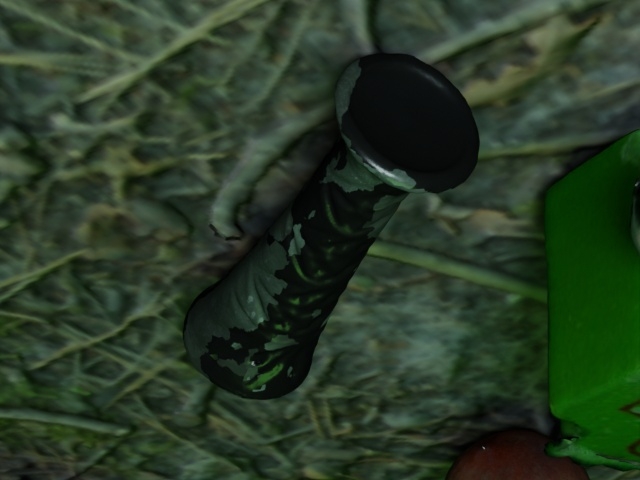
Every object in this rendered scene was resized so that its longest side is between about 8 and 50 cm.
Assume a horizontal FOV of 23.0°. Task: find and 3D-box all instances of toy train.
[{"bbox_3d":[0.202,0.025,0.605,0.243,0.132,0.188,16,150,-26],"label":"toy train"}]

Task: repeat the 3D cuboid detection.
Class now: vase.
[{"bbox_3d":[0.000,0.000,0.608,0.059,0.059,0.167,11,144,-20],"label":"vase"}]

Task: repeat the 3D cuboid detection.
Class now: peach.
[{"bbox_3d":[0.102,0.135,0.801,0.083,0.083,0.083,-2,146,-1],"label":"peach"}]
